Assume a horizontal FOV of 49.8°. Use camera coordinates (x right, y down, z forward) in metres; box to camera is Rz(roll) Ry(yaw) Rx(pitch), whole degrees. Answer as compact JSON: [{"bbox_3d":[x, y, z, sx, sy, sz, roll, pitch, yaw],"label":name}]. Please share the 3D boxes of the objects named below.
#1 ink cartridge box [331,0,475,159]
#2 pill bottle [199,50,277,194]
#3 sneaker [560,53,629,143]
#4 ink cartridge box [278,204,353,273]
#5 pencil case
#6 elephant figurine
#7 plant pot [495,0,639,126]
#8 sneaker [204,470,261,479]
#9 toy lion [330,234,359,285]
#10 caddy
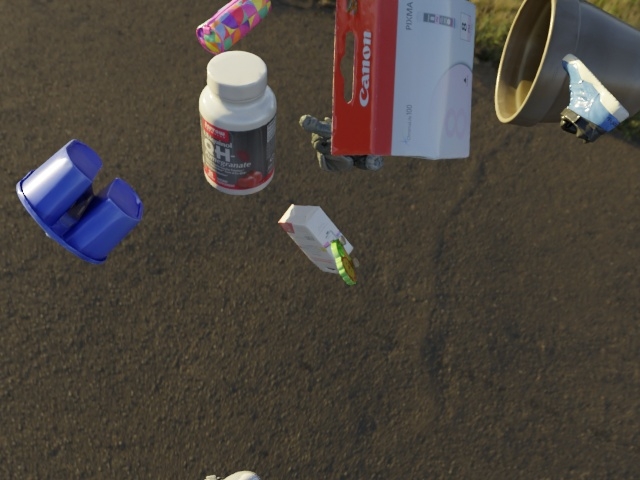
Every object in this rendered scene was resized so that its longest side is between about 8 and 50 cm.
[{"bbox_3d":[0.102,-0.185,0.771,0.066,0.188,0.232,7,10,31],"label":"ink cartridge box"},{"bbox_3d":[-0.191,-0.272,1.610,0.177,0.318,0.176,3,50,-3],"label":"pill bottle"},{"bbox_3d":[0.387,-0.211,1.041,0.058,0.084,0.152,20,36,-45],"label":"sneaker"},{"bbox_3d":[0.000,0.000,1.743,0.115,0.198,0.067,8,55,51],"label":"ink cartridge box"},{"bbox_3d":[-0.234,-0.609,1.887,0.104,0.104,0.236,30,61,11],"label":"pencil case"},{"bbox_3d":[0.047,-0.263,1.813,0.240,0.185,0.169,2,33,-10],"label":"elephant figurine"},{"bbox_3d":[0.589,-0.397,1.566,0.281,0.323,0.323,11,50,-3],"label":"plant pot"},{"bbox_3d":[-0.190,0.455,1.200,0.105,0.281,0.115,22,41,-27],"label":"sneaker"},{"bbox_3d":[0.053,0.049,1.553,0.100,0.034,0.096,59,19,-13],"label":"toy lion"},{"bbox_3d":[-0.535,-0.077,1.523,0.179,0.341,0.241,-41,109,2],"label":"caddy"}]
